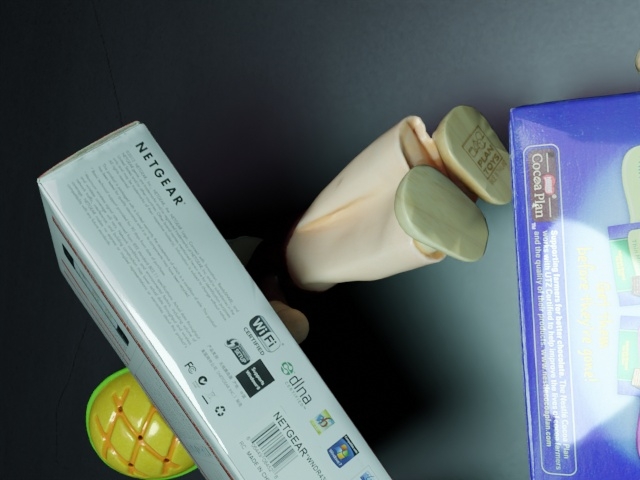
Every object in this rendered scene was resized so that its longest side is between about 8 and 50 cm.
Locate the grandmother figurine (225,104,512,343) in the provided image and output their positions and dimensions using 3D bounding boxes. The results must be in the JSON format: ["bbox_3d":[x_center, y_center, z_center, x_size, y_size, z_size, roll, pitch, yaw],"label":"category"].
[{"bbox_3d":[0.000,0.000,0.637,0.342,0.208,0.104,-25,104,49],"label":"grandmother figurine"}]

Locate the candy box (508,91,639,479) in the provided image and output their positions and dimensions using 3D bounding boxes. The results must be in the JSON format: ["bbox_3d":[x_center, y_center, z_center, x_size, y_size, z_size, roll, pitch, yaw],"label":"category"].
[{"bbox_3d":[0.292,0.036,0.479,0.317,0.122,0.268,-2,94,22],"label":"candy box"}]

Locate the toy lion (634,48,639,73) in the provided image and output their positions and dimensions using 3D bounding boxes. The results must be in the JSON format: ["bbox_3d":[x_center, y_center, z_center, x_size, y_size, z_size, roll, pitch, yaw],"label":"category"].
[{"bbox_3d":[0.276,-0.106,0.550,0.096,0.034,0.100,2,98,23],"label":"toy lion"}]

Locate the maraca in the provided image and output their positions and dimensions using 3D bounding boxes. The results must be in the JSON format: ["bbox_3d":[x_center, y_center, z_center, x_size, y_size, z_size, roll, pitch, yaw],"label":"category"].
[{"bbox_3d":[-0.154,0.186,0.803,0.186,0.099,0.127,-9,100,6],"label":"maraca"}]

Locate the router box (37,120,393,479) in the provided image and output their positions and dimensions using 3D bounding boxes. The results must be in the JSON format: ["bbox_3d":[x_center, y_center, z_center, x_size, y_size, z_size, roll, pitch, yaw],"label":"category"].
[{"bbox_3d":[-0.095,0.107,0.630,0.335,0.082,0.301,55,160,1],"label":"router box"}]
